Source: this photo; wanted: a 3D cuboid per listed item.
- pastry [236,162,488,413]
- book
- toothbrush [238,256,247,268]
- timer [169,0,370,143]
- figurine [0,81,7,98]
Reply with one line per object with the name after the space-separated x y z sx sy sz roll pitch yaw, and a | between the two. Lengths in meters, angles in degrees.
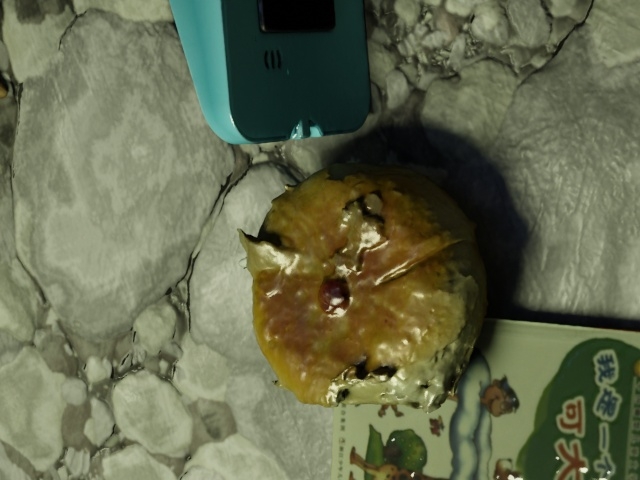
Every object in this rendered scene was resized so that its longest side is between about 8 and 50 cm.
0.039 0.042 1.892 0.257 0.121 0.236 1 87 33 | pastry
0.170 0.203 1.889 0.371 0.043 0.260 3 91 33 | book
0.000 0.000 2.002 0.204 0.017 0.022 -19 85 32 | toothbrush
-0.053 -0.216 1.883 0.091 0.232 0.250 -6 92 35 | timer
-0.436 -0.102 2.196 0.173 0.247 0.177 47 154 -21 | figurine
